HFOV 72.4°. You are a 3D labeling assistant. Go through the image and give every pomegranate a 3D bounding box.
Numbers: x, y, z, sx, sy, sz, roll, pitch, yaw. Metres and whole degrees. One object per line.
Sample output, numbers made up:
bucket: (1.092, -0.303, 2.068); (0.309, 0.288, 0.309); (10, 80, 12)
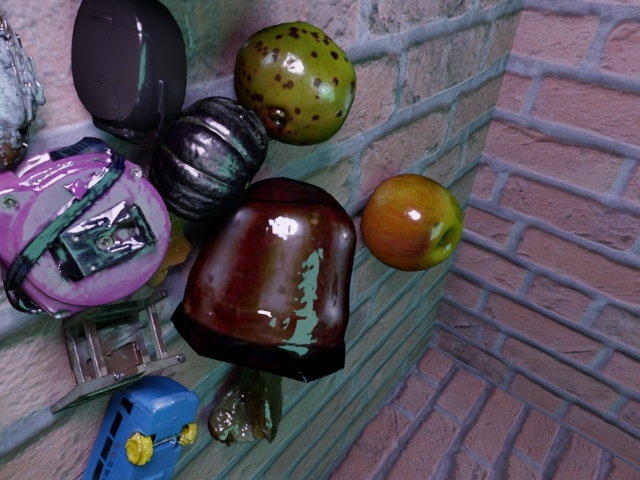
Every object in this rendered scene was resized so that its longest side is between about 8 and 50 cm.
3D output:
pomegranate: (-0.052, -0.312, 0.846); (0.286, 0.230, 0.231); (-98, -172, -53)

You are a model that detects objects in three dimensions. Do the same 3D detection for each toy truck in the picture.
toy truck: (-0.406, 0.485, 0.949); (0.161, 0.162, 0.385); (12, 103, -59)

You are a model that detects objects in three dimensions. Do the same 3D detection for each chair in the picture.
chair: (-0.390, 0.202, 0.801); (0.270, 0.147, 0.136); (-28, 167, 35)

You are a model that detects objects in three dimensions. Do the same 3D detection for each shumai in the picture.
shumai: (-0.219, 0.448, 1.273); (0.222, 0.203, 0.272); (83, 9, -48)

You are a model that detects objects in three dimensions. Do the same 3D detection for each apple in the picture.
apple: (0.312, -0.056, 1.491); (0.339, 0.339, 0.340); (-38, 142, -36)

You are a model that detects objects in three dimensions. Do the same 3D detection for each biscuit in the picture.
biscuit: (-0.344, 0.027, 0.797); (0.225, 0.036, 0.166); (-36, 138, -34)

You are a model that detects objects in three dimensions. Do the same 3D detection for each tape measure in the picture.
tape measure: (-0.347, -0.013, 0.625); (0.245, 0.149, 0.232); (-40, 131, -28)

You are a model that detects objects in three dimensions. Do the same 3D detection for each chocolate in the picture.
chocolate: (-0.077, 0.044, 0.907); (0.383, 0.383, 0.332); (-1, 114, -57)

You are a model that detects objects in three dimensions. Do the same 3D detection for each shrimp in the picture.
shrimp: (-0.380, -0.201, 0.518); (0.090, 0.079, 0.233); (4, 110, -17)

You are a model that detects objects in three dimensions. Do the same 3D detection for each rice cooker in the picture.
rice cooker: (-0.261, -0.237, 0.607); (0.118, 0.142, 0.203); (-39, 148, -55)

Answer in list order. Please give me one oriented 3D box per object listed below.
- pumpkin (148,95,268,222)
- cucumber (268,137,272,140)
pumpkin: (-0.187, -0.137, 0.740); (0.221, 0.161, 0.220); (-54, -165, 22)
cucumber: (-0.110, -0.237, 0.926); (0.250, 0.056, 0.056); (-32, 139, -38)
